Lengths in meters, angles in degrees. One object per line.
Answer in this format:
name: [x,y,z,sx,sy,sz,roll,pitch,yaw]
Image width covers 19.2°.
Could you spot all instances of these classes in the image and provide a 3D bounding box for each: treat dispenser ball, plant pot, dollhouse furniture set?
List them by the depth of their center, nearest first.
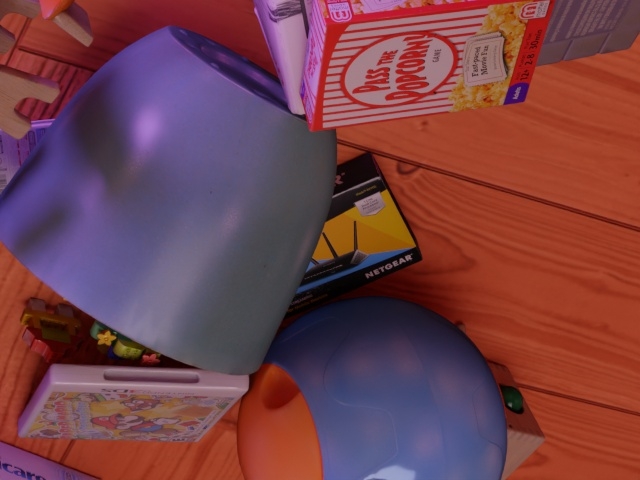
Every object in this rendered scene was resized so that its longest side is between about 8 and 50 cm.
dollhouse furniture set: [-0.303,-0.202,1.574,0.135,0.259,0.262,26,119,-34]
plant pot: [-0.122,-0.055,1.744,0.293,0.293,0.235,25,102,-31]
treat dispenser ball: [0.054,0.202,1.993,0.288,0.288,0.288,-7,131,-8]

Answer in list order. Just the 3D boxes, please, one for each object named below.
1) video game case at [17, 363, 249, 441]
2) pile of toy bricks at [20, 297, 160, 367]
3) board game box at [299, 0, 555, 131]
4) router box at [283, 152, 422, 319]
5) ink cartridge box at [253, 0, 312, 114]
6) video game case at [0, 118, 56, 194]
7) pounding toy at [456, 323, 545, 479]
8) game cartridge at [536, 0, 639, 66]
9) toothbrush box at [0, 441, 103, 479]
video game case: [-0.203,0.176,2.009,0.206,0.026,0.227,3,160,-17]
pile of toy bricks: [-0.193,0.091,1.957,0.212,0.105,0.118,13,126,-24]
board game box: [0.085,-0.161,1.563,0.193,0.045,0.147,-9,149,-10]
router box: [0.000,0.000,1.967,0.179,0.046,0.133,-24,131,7]
ink cartridge box: [-0.012,-0.278,1.623,0.114,0.198,0.273,-15,132,-3]
video game case: [-0.266,-0.082,1.853,0.122,0.011,0.087,-6,131,-9]
pounding toy: [0.172,0.193,2.135,0.100,0.130,0.141,17,125,-41]
game cartridge: [0.207,-0.232,1.693,0.230,0.068,0.355,-15,168,-6]
toothbrush box: [-0.338,0.367,2.031,0.216,0.295,0.126,27,118,-31]
